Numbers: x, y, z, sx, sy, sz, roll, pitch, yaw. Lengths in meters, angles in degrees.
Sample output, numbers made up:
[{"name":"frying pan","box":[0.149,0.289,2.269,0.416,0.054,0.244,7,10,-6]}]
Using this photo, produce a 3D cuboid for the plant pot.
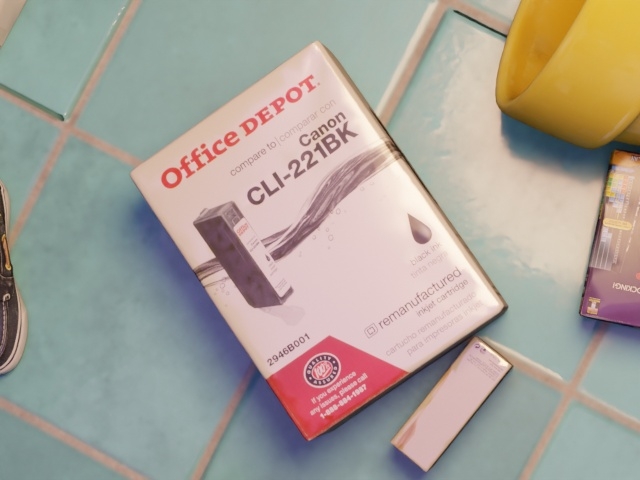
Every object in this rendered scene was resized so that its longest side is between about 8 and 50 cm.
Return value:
[{"name":"plant pot","box":[0.298,-0.169,1.197,0.239,0.254,0.254,23,90,-7]}]

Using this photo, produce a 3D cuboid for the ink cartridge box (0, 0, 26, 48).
[{"name":"ink cartridge box","box":[-0.413,-0.124,1.373,0.165,0.065,0.332,28,92,8]}]

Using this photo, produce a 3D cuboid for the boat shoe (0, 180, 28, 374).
[{"name":"boat shoe","box":[-0.305,0.028,1.336,0.065,0.083,0.183,-8,86,7]}]

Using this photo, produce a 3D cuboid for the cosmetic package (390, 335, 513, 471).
[{"name":"cosmetic package","box":[0.111,0.137,1.285,0.041,0.060,0.115,39,91,9]}]

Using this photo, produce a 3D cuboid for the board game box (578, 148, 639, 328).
[{"name":"board game box","box":[0.309,0.011,1.251,0.170,0.048,0.141,11,88,8]}]

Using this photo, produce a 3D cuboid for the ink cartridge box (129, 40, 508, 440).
[{"name":"ink cartridge box","box":[0.000,0.000,1.280,0.197,0.114,0.273,-35,82,5]}]
